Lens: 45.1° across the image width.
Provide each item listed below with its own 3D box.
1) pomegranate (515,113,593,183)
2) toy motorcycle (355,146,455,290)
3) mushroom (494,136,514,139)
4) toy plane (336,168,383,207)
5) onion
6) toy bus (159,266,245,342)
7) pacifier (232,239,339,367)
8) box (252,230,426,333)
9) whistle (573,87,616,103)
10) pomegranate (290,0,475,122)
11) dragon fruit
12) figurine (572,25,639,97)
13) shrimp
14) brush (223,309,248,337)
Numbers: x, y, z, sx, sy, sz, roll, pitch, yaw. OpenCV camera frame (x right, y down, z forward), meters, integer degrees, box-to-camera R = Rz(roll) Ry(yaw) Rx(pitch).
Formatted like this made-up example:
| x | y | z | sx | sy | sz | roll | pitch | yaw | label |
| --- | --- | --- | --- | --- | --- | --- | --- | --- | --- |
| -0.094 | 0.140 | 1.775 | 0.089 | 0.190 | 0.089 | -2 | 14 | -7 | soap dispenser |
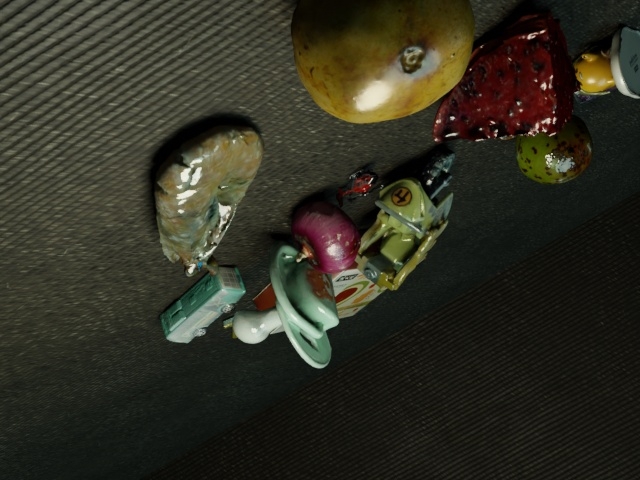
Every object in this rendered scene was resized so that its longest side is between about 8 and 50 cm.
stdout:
| x | y | z | sx | sy | sz | roll | pitch | yaw | label |
| --- | --- | --- | --- | --- | --- | --- | --- | --- | --- |
| 0.602 | -0.266 | 1.980 | 0.198 | 0.198 | 0.246 | -16 | 118 | -33 | pomegranate |
| 0.219 | -0.041 | 1.936 | 0.237 | 0.168 | 0.410 | -31 | 148 | -40 | toy motorcycle |
| 0.436 | -0.283 | 1.801 | 0.109 | 0.085 | 0.126 | -24 | 153 | -11 | mushroom |
| 0.087 | -0.122 | 1.767 | 0.145 | 0.060 | 0.037 | -25 | 168 | 41 | toy plane |
| 0.008 | -0.006 | 1.773 | 0.153 | 0.177 | 0.177 | -41 | 160 | 4 | onion |
| -0.295 | 0.161 | 1.921 | 0.261 | 0.091 | 0.109 | -41 | 147 | 29 | toy bus |
| -0.098 | 0.160 | 1.848 | 0.269 | 0.343 | 0.288 | -26 | 132 | 13 | pacifier |
| 0.058 | 0.110 | 2.225 | 0.385 | 0.122 | 0.344 | -6 | 151 | -48 | box |
| 0.737 | -0.399 | 2.013 | 0.176 | 0.033 | 0.033 | -23 | 161 | -16 | whistle |
| 0.084 | -0.283 | 1.075 | 0.260 | 0.260 | 0.260 | -25 | 161 | -9 | pomegranate |
| 0.388 | -0.347 | 1.579 | 0.286 | 0.228 | 0.329 | -4 | -158 | 38 | dragon fruit |
| 0.674 | -0.398 | 1.809 | 0.141 | 0.167 | 0.250 | -14 | -172 | 40 | figurine |
| -0.214 | -0.066 | 1.443 | 0.221 | 0.110 | 0.446 | -28 | 159 | -29 | shrimp |
| -0.256 | 0.263 | 2.346 | 0.082 | 0.010 | 0.218 | -24 | 161 | -15 | brush |
